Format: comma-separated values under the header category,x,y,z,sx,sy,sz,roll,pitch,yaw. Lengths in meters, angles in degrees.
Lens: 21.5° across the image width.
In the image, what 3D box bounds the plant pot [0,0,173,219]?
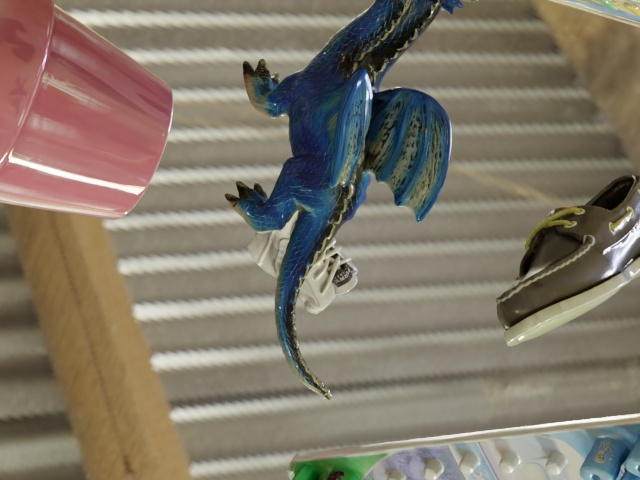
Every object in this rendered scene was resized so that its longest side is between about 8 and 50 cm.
category,x,y,z,sx,sy,sz,roll,pitch,yaw
plant pot,-0.232,-0.107,1.418,0.180,0.201,0.201,22,-139,-23

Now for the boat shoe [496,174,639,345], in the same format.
category,x,y,z,sx,sy,sz,roll,pitch,yaw
boat shoe,0.172,0.010,1.129,0.228,0.081,0.068,-23,-95,-55

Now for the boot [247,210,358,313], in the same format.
category,x,y,z,sx,sy,sz,roll,pitch,yaw
boot,0.000,0.000,1.837,0.095,0.258,0.123,-42,-96,-18

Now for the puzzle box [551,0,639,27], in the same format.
category,x,y,z,sx,sy,sz,roll,pitch,yaw
puzzle box,0.257,-0.289,1.724,0.409,0.052,0.272,22,180,30

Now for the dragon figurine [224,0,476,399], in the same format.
category,x,y,z,sx,sy,sz,roll,pitch,yaw
dragon figurine,0.020,-0.056,1.031,0.085,0.144,0.289,19,-111,-36

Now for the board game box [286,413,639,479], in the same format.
category,x,y,z,sx,sy,sz,roll,pitch,yaw
board game box,0.195,0.333,1.441,0.390,0.390,0.050,61,-139,-20
